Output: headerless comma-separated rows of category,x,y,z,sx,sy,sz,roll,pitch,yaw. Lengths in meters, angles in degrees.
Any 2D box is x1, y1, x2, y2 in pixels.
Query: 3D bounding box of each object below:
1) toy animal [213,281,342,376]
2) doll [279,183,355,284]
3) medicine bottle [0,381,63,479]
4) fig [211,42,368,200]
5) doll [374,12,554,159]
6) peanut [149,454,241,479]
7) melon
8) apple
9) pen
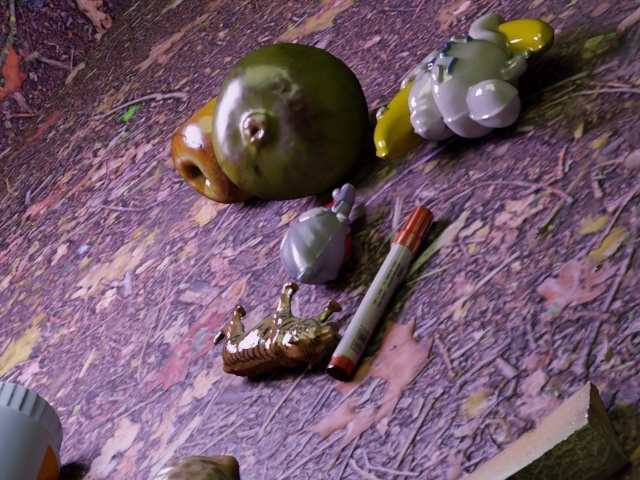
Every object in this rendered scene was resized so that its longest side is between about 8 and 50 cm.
toy animal,-0.054,0.101,1.461,0.241,0.057,0.099,-18,32,47
doll,0.000,0.000,1.551,0.102,0.075,0.227,-50,6,25
medicine bottle,-0.387,0.303,1.499,0.158,0.158,0.318,-32,24,22
fig,-0.027,-0.155,1.755,0.203,0.203,0.225,-29,0,27
doll,0.168,-0.181,1.560,0.237,0.111,0.252,-19,22,40
peanut,-0.134,0.296,1.153,0.136,0.120,0.298,-21,27,31
melon,0.139,0.178,1.018,0.182,0.054,0.098,-36,17,11
apple,-0.120,-0.131,1.890,0.147,0.146,0.163,-47,7,-24
pen,0.064,0.051,1.405,0.028,0.028,0.239,-18,32,45
